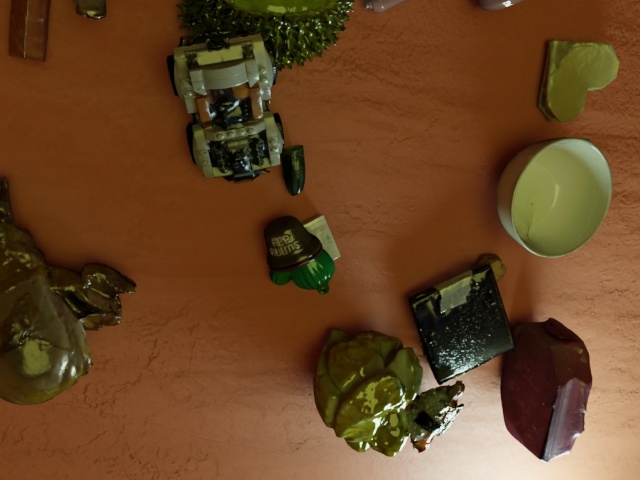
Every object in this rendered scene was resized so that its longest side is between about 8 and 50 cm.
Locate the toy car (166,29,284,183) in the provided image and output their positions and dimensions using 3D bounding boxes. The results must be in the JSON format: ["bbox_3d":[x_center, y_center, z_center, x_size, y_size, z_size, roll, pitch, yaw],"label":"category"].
[{"bbox_3d":[-0.158,-0.232,1.116,0.193,0.118,0.301,-11,133,-8],"label":"toy car"}]

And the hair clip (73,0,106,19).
[{"bbox_3d":[-0.391,-0.513,1.010,0.173,0.069,0.300,-4,97,-21],"label":"hair clip"}]

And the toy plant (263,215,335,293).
[{"bbox_3d":[-0.049,0.045,1.284,0.143,0.105,0.200,-18,119,14],"label":"toy plant"}]

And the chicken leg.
[{"bbox_3d":[-0.497,0.077,1.121,0.295,0.182,0.409,-18,95,-24],"label":"chicken leg"}]

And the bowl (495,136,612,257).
[{"bbox_3d":[0.522,-0.109,1.428,0.277,0.145,0.276,-5,106,-19],"label":"bowl"}]

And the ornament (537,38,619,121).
[{"bbox_3d":[0.576,-0.390,1.414,0.201,0.059,0.180,-46,112,-1],"label":"ornament"}]

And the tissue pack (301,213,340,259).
[{"bbox_3d":[0.000,0.000,1.333,0.056,0.023,0.108,-26,113,-10],"label":"tissue pack"}]

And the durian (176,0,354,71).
[{"bbox_3d":[-0.089,-0.417,1.150,0.352,0.158,0.169,-13,75,-16],"label":"durian"}]

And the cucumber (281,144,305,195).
[{"bbox_3d":[-0.053,-0.141,1.259,0.048,0.048,0.105,-11,109,-17],"label":"cucumber"}]

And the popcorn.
[{"bbox_3d":[0.111,0.335,1.367,0.277,0.225,0.276,-12,116,-27],"label":"popcorn"}]

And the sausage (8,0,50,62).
[{"bbox_3d":[-0.481,-0.387,1.019,0.065,0.065,0.169,6,102,-22],"label":"sausage"}]

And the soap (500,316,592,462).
[{"bbox_3d":[0.564,0.363,1.544,0.127,0.220,0.324,1,106,-25],"label":"soap"}]

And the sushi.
[{"bbox_3d":[0.272,0.420,1.510,0.103,0.097,0.226,21,114,-32],"label":"sushi"}]

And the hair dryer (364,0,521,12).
[{"bbox_3d":[0.250,-0.531,1.233,0.353,0.125,0.210,-27,115,0],"label":"hair dryer"}]

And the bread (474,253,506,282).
[{"bbox_3d":[0.413,0.074,1.496,0.081,0.046,0.083,4,102,-27],"label":"bread"}]

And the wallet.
[{"bbox_3d":[0.344,0.205,1.476,0.221,0.071,0.262,-23,114,-2],"label":"wallet"}]
